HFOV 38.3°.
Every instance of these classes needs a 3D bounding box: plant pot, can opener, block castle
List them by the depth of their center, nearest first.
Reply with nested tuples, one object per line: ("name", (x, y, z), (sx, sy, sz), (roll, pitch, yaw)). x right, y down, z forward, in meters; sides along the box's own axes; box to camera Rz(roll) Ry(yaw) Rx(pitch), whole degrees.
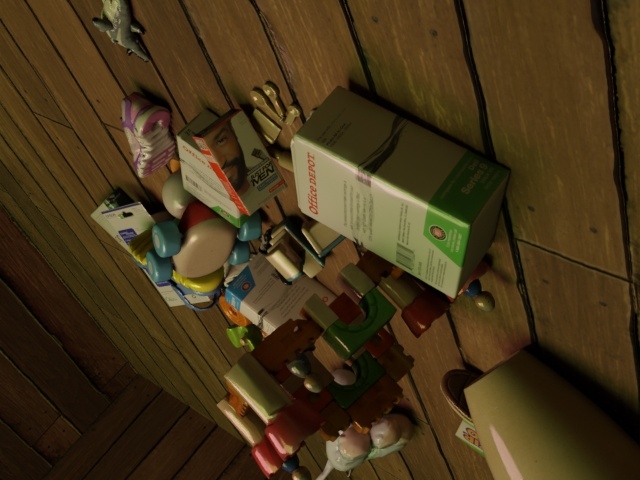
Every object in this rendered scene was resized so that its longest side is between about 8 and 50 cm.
("block castle", (0.059, 0.188, 1.509), (0.213, 0.453, 0.303), (46, 158, 9))
("plant pot", (0.376, 0.334, 1.580), (0.274, 0.257, 0.256), (54, 160, 11))
("can opener", (-0.081, 0.030, 1.893), (0.073, 0.059, 0.186), (9, -159, -20))

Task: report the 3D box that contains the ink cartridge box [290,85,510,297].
("ink cartridge box", (0.112, -0.072, 1.355), (0.289, 0.121, 0.211), (30, 155, 18))

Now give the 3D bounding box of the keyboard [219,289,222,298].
("keyboard", (-0.227, 0.158, 2.475), (0.180, 0.023, 0.108), (20, 156, 40))

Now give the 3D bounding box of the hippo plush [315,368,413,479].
("hippo plush", (0.084, 0.444, 2.336), (0.236, 0.234, 0.294), (66, 149, 22))

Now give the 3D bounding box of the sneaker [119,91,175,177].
("sneaker", (-0.369, -0.225, 1.921), (0.104, 0.095, 0.236), (42, 154, 15))

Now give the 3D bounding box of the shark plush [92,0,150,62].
("shark plush", (-0.349, -0.374, 1.655), (0.067, 0.073, 0.161), (-3, 135, 17))

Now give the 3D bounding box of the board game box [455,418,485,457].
("board game box", (0.363, 0.417, 1.989), (0.124, 0.039, 0.259), (35, 160, 16))

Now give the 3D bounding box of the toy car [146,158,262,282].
("toy car", (-0.277, -0.062, 1.975), (0.237, 0.219, 0.210), (67, 153, 23))

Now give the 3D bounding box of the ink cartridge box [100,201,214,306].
("ink cartridge box", (-0.413, 0.025, 2.395), (0.165, 0.065, 0.332), (-9, 124, 39))

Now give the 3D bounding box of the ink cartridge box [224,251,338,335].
("ink cartridge box", (-0.087, 0.129, 2.027), (0.203, 0.148, 0.086), (39, 157, 8))

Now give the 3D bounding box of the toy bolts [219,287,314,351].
("toy bolts", (-0.102, 0.176, 2.144), (0.229, 0.158, 0.218), (25, 144, 38))

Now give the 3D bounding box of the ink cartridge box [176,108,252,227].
("ink cartridge box", (-0.191, -0.137, 1.784), (0.153, 0.087, 0.208), (37, 158, 12))

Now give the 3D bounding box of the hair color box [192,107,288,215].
("hair color box", (-0.141, -0.139, 1.633), (0.167, 0.093, 0.053), (58, 163, -23))

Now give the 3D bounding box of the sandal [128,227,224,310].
("sandal", (-0.348, 0.075, 2.219), (0.317, 0.126, 0.138), (32, 146, 37))

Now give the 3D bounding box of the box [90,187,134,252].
("box", (-0.488, 0.004, 2.564), (0.322, 0.058, 0.232), (44, 157, -11))

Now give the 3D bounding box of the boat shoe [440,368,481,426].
("boat shoe", (0.346, 0.350, 1.813), (0.257, 0.095, 0.095), (35, 163, 15))

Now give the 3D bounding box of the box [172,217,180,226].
("box", (-0.274, -0.023, 2.109), (0.087, 0.101, 0.102), (12, 143, 51))

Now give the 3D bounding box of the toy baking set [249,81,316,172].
("toy baking set", (-0.033, -0.167, 1.550), (0.256, 0.030, 0.196), (31, 156, 24))

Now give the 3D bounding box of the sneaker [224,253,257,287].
("sneaker", (-0.203, 0.074, 2.185), (0.080, 0.094, 0.212), (51, 156, -26))

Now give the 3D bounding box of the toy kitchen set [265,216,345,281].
("toy kitchen set", (0.000, 0.000, 1.768), (0.122, 0.166, 0.207), (47, -166, -13))

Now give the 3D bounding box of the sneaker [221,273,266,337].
("sneaker", (-0.166, 0.172, 2.325), (0.237, 0.085, 0.086), (44, 165, 1))
